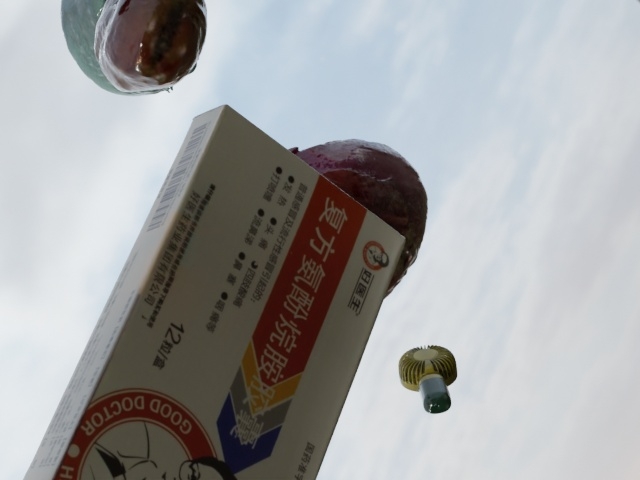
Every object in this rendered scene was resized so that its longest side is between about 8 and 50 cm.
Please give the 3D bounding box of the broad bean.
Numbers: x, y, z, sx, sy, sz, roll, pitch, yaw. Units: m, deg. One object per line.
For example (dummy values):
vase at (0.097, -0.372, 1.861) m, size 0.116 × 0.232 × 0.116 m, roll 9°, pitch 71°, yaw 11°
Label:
broad bean at (-0.210, -0.254, 1.820) m, size 0.156 × 0.122 × 0.228 m, roll -65°, pitch 17°, yaw 6°

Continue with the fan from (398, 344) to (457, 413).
fan at (0.152, 0.190, 2.024) m, size 0.155 × 0.082 × 0.039 m, roll -102°, pitch 4°, yaw -67°

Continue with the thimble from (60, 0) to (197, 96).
thimble at (-0.285, -0.336, 2.294) m, size 0.198 × 0.235 × 0.143 m, roll -37°, pitch 13°, yaw -35°

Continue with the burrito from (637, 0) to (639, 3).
burrito at (0.368, -0.202, 1.338) m, size 0.054 × 0.288 × 0.104 m, roll -24°, pitch -28°, yaw -31°

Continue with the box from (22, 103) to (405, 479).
box at (-0.075, 0.093, 1.192) m, size 0.069 × 0.214 × 0.353 m, roll -14°, pitch 47°, yaw 53°

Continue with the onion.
onion at (0.000, 0.000, 1.647) m, size 0.284 × 0.120 × 0.227 m, roll 6°, pitch -67°, yaw -37°
